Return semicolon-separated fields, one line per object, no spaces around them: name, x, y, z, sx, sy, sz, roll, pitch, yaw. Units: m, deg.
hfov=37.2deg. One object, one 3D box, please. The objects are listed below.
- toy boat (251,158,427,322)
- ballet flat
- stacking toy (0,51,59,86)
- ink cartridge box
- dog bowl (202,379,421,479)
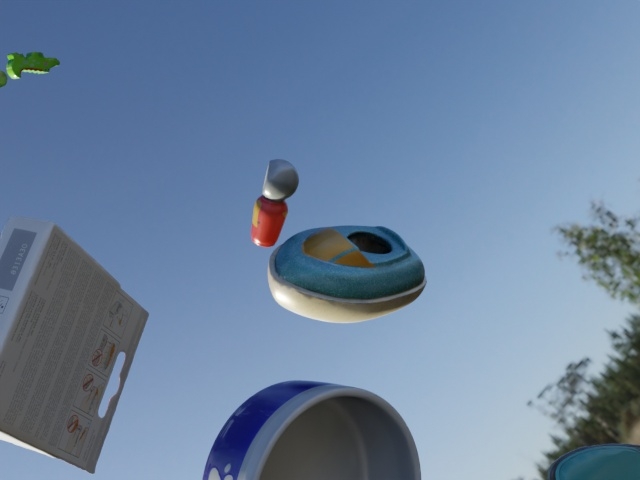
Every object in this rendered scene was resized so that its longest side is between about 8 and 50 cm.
toy boat;0.000;0.000;1.473;0.268;0.318;0.148;-10;-53;-42
ballet flat;0.305;0.223;0.878;0.213;0.072;0.068;-6;-34;-12
stacking toy;-0.432;-0.177;1.078;0.221;0.167;0.052;-13;-78;-38
ink cartridge box;-0.249;0.105;0.887;0.224;0.056;0.181;65;-142;-63
dog bowl;-0.007;0.301;1.134;0.265;0.104;0.264;0;-90;-39
